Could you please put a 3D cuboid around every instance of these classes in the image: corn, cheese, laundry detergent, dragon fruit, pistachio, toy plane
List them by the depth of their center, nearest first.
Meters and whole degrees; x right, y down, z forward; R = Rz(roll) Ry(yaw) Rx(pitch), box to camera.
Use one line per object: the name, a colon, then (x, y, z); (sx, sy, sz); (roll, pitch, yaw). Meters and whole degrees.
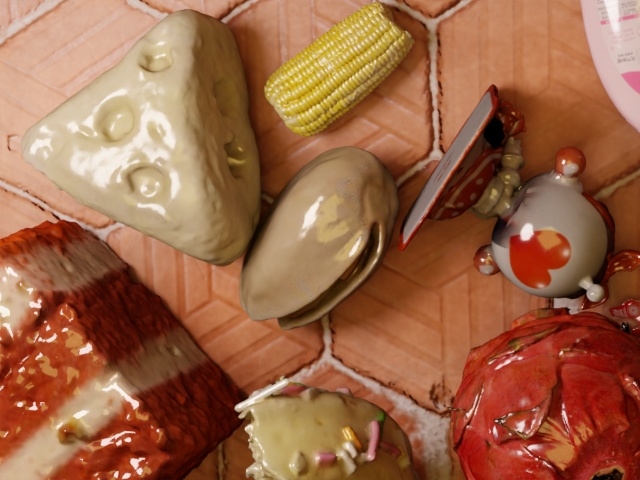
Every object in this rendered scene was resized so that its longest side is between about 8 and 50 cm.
dragon fruit: (0.246, 0.184, 1.862); (0.252, 0.241, 0.241); (33, 106, 43)
laundry detergent: (0.354, -0.195, 1.870); (0.159, 0.088, 0.335); (-10, 96, 13)
toy plane: (0.349, 0.130, 1.937); (0.060, 0.037, 0.145); (-14, 98, 24)
cheese: (-0.149, -0.098, 1.945); (0.251, 0.173, 0.248); (-46, 78, 7)
pistachio: (0.000, 0.000, 1.955); (0.223, 0.126, 0.152); (-57, 46, 16)
corn: (0.020, -0.184, 1.957); (0.165, 0.063, 0.085); (-40, 63, 12)

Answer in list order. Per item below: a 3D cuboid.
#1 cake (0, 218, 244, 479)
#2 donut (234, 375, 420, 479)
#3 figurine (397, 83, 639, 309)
cake: (-0.291, 0.173, 1.965); (0.269, 0.270, 0.319); (-43, 85, 14)
donut: (-0.040, 0.318, 1.917); (0.371, 0.307, 0.150); (-51, 48, 20)
figurine: (0.224, -0.019, 1.900); (0.226, 0.160, 0.183); (32, 103, -3)
